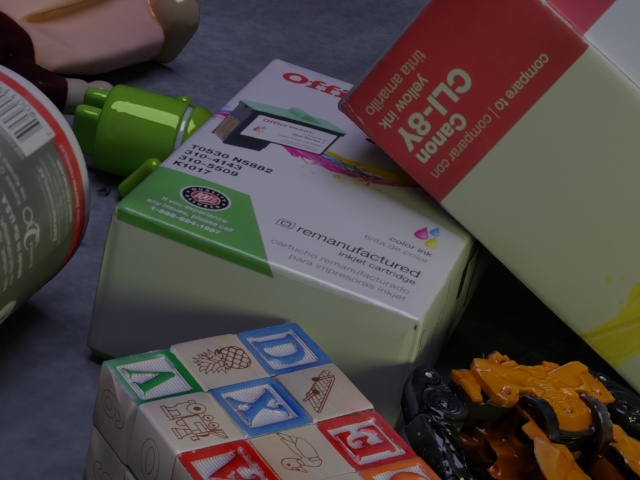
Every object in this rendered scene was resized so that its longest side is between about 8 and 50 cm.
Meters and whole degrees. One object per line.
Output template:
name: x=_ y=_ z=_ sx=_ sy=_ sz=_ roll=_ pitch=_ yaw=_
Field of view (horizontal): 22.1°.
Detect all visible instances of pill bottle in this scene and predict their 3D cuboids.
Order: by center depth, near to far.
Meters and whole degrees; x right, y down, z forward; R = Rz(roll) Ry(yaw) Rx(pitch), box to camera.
pill bottle: x=-0.262 y=0.014 z=0.921 sx=0.161 sy=0.161 sz=0.283 roll=21 pitch=31 yaw=12

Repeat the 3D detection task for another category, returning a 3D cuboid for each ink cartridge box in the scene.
ink cartridge box: x=0.240 y=-0.047 z=1.087 sx=0.384 sy=0.160 sz=0.279 roll=44 pitch=32 yaw=2
ink cartridge box: x=0.000 y=0.000 z=1.093 sx=0.201 sy=0.117 sz=0.278 roll=20 pitch=30 yaw=10

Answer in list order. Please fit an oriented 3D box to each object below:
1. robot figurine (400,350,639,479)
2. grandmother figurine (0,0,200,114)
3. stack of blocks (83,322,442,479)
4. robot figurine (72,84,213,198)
robot figurine: x=0.158 y=0.167 z=0.900 sx=0.211 sy=0.085 sz=0.291 roll=5 pitch=30 yaw=-34
grandmother figurine: x=-0.254 y=-0.154 z=1.269 sx=0.208 sy=0.104 sz=0.342 roll=19 pitch=27 yaw=26
stack of blocks: x=-0.014 y=0.171 z=0.833 sx=0.171 sy=0.087 sz=0.297 roll=-9 pitch=37 yaw=-34
robot figurine: x=-0.125 y=-0.076 z=1.218 sx=0.115 sy=0.067 sz=0.101 roll=15 pitch=36 yaw=1
